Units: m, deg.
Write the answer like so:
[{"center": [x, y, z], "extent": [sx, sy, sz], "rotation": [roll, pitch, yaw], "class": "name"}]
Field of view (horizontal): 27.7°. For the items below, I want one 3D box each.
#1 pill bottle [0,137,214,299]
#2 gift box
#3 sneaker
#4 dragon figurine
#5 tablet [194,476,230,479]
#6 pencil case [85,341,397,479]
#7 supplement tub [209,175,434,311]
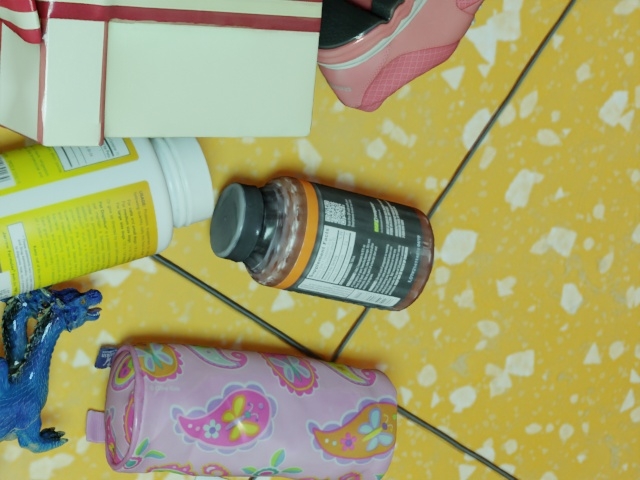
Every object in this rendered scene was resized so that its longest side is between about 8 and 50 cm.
[{"center": [-0.204, -0.030, 1.093], "extent": [0.215, 0.117, 0.117], "rotation": [-16, 111, -19], "class": "pill bottle"}, {"center": [-0.165, -0.220, 0.990], "extent": [0.258, 0.255, 0.276], "rotation": [-5, 101, -34], "class": "gift box"}, {"center": [0.108, -0.243, 1.200], "extent": [0.314, 0.116, 0.136], "rotation": [-42, 143, -14], "class": "sneaker"}, {"center": [-0.300, 0.138, 1.085], "extent": [0.289, 0.085, 0.144], "rotation": [-35, 125, -35], "class": "dragon figurine"}, {"center": [-0.096, 0.264, 1.290], "extent": [0.083, 0.006, 0.054], "rotation": [23, 94, -29], "class": "tablet"}, {"center": [-0.069, 0.166, 1.216], "extent": [0.284, 0.124, 0.124], "rotation": [7, 102, -25], "class": "pencil case"}, {"center": [0.000, 0.000, 1.203], "extent": [0.198, 0.106, 0.106], "rotation": [13, 99, -27], "class": "supplement tub"}]
